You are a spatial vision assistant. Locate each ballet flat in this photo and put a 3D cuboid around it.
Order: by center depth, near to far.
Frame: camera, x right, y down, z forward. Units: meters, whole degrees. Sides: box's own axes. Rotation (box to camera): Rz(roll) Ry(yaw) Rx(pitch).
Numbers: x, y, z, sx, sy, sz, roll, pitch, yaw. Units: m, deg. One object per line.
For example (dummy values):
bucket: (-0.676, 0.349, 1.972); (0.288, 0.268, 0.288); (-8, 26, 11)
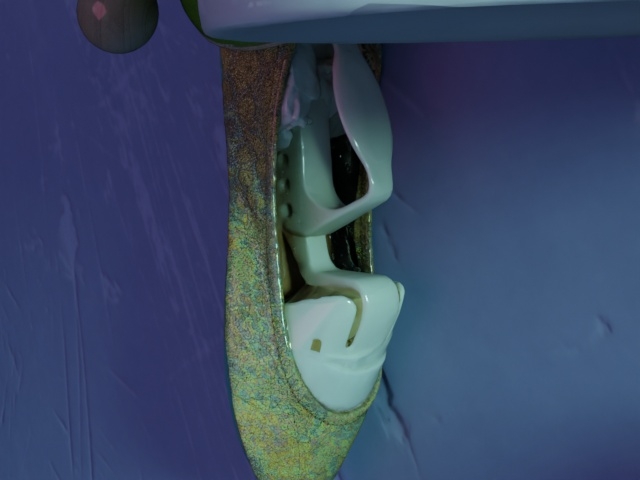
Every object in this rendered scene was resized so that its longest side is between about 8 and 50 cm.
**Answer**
ballet flat: (0.000, 0.000, 0.711); (0.123, 0.123, 0.349); (-4, 90, 50)

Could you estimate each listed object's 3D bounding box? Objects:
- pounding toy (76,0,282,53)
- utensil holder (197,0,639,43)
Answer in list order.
pounding toy: (-0.055, -0.215, 0.673); (0.237, 0.110, 0.183); (-4, 55, 35)
utensil holder: (0.096, -0.272, 0.405); (0.327, 0.327, 0.385); (9, 103, 49)
